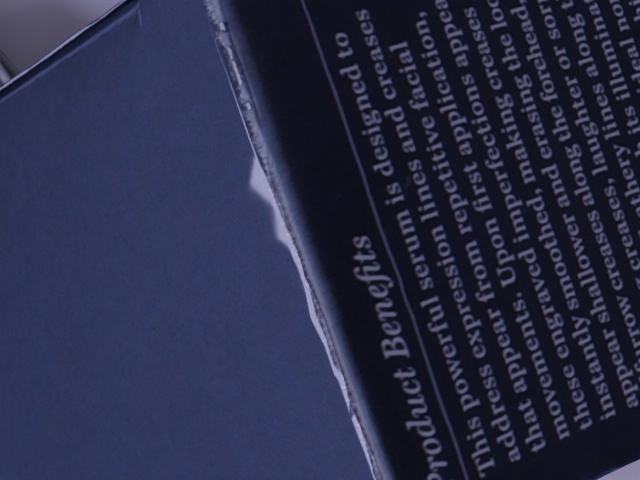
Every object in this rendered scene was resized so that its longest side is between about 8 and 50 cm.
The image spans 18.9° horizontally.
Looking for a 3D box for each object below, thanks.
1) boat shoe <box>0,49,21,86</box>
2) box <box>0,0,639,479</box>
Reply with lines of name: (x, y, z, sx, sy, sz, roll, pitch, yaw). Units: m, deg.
boat shoe: (-0.112, -0.002, 1.017, 0.088, 0.096, 0.267, -44, 96, 5)
box: (0.062, -0.013, 0.817, 0.395, 0.293, 0.212, -18, 88, -36)
